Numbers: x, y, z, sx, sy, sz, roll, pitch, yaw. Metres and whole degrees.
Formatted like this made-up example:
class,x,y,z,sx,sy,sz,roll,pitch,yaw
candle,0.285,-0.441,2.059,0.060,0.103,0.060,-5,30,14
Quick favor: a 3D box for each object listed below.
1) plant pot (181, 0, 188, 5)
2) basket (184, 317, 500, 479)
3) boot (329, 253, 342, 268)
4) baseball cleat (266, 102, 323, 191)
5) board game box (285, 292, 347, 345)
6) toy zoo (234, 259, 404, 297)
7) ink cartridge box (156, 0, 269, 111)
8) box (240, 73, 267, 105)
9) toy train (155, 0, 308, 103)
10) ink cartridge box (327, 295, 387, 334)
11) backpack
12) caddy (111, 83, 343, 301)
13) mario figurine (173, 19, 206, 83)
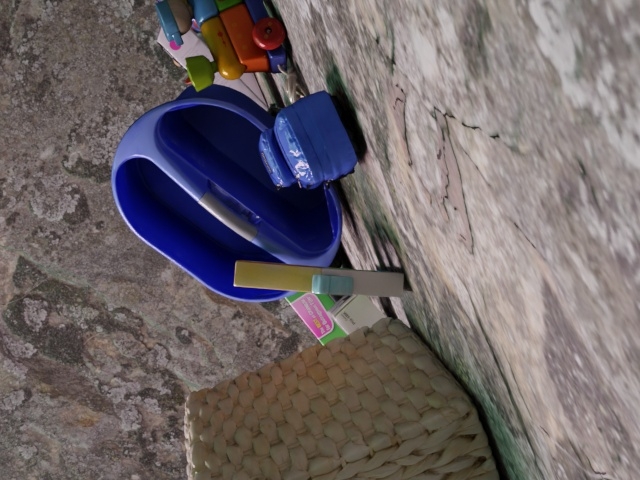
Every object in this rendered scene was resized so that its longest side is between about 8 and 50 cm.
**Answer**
class,x,y,z,sx,sy,sz,roll,pitch,yaw
plant pot,-0.218,-0.457,1.619,0.095,0.134,0.134,46,179,-9
basket,0.028,0.296,1.038,0.331,0.328,0.266,-125,15,-73
boot,0.000,0.000,1.683,0.161,0.083,0.246,55,-177,-31
baseball cleat,-0.051,-0.138,1.465,0.109,0.072,0.205,83,161,-53
board game box,-0.042,0.060,1.667,0.316,0.064,0.242,51,-176,4
toy zoo,-0.008,0.046,1.111,0.293,0.193,0.030,158,116,-87
ink cartridge box,-0.197,-0.302,1.614,0.371,0.069,0.176,47,-179,-14
box,-0.195,-0.318,2.007,0.181,0.119,0.181,172,75,-86
toy train,-0.111,-0.232,1.186,0.105,0.143,0.248,88,159,-80
ink cartridge box,0.065,0.124,1.310,0.099,0.056,0.135,48,176,-2
backpack,-0.011,-0.099,0.958,0.098,0.101,0.120,61,173,-4
caddy,-0.128,-0.064,1.286,0.341,0.241,0.179,37,-161,-18
mario figurine,-0.261,-0.436,1.798,0.198,0.170,0.320,-44,-56,-57
